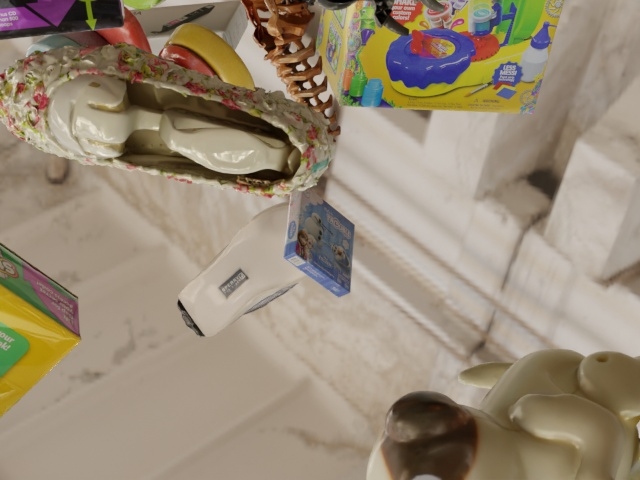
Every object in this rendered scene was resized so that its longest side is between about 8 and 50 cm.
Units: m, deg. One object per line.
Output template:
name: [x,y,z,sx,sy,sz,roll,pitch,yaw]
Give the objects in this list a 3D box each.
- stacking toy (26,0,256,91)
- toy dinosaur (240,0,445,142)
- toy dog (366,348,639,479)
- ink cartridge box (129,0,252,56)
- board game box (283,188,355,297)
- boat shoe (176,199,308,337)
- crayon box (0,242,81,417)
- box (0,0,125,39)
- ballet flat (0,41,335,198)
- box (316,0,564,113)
stacking toy: [-0.248,-0.222,1.290,0.309,0.280,0.130,13,-129,45]
toy dinosaur: [-0.010,-0.258,1.067,0.218,0.322,0.164,-4,-163,-23]
toy dog: [0.249,0.268,1.500,0.407,0.285,0.395,-11,-139,-36]
ink cartridge box: [-0.265,-0.400,2.157,0.275,0.060,0.239,-2,-143,15]
board game box: [0.000,0.000,1.240,0.090,0.020,0.090,37,-137,-38]
boat shoe: [-0.075,0.020,1.858,0.127,0.340,0.158,55,-146,-2]
crayon box: [-0.521,0.097,1.387,0.363,0.313,0.106,40,-167,-30]
box: [-0.208,-0.221,0.838,0.116,0.162,0.029,-7,-142,-4]
ballet flat: [-0.108,-0.081,0.800,0.240,0.091,0.077,8,-162,-1]
box: [0.166,-0.341,1.641,0.289,0.279,0.177,0,-146,-14]
